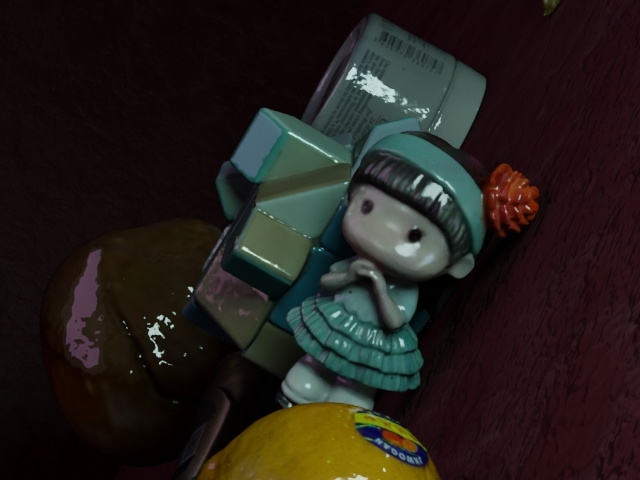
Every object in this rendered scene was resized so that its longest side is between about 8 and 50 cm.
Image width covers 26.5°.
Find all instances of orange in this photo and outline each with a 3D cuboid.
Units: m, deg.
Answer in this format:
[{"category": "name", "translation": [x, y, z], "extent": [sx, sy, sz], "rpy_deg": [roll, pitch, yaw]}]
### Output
[{"category": "orange", "translation": [-0.003, 0.180, 0.797], "extent": [0.177, 0.155, 0.177], "rpy_deg": [-51, 24, 33]}]

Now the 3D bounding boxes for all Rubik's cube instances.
[{"category": "Rubik's cube", "translation": [0.000, 0.000, 1.201], "extent": [0.265, 0.213, 0.224], "rpy_deg": [-56, 8, 23]}]

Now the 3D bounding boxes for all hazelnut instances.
[{"category": "hazelnut", "translation": [-0.228, 0.139, 1.923], "extent": [0.372, 0.315, 0.372], "rpy_deg": [-28, -45, -32]}]

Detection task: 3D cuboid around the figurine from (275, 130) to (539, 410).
[{"category": "figurine", "translation": [0.060, 0.034, 1.047], "extent": [0.245, 0.138, 0.110], "rpy_deg": [-64, -11, 14]}]

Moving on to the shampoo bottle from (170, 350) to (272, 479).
[{"category": "shampoo bottle", "translation": [-0.118, 0.237, 1.627], "extent": [0.125, 0.084, 0.350], "rpy_deg": [-60, 7, 22]}]

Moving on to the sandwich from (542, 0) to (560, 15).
[{"category": "sandwich", "translation": [0.267, -0.304, 1.309], "extent": [0.079, 0.114, 0.163], "rpy_deg": [-73, -21, -57]}]

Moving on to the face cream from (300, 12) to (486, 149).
[{"category": "face cream", "translation": [0.073, -0.141, 1.488], "extent": [0.177, 0.153, 0.177], "rpy_deg": [-61, 7, 13]}]
